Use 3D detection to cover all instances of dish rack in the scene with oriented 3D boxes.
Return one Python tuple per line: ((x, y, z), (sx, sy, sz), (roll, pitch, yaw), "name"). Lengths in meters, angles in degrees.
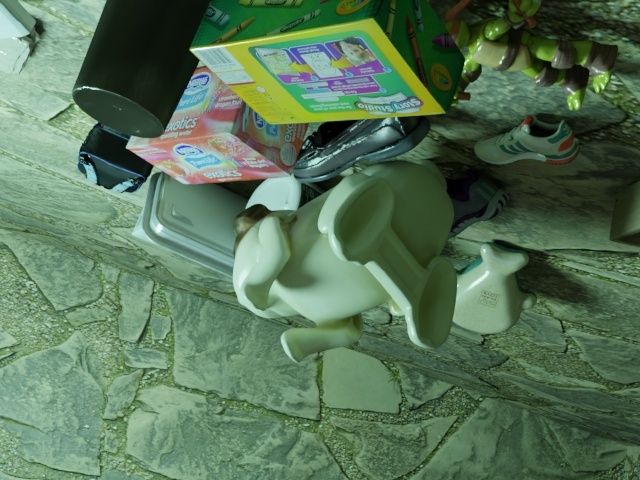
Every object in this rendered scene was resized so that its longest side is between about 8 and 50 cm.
((-0.225, -0.044, 1.768), (0.333, 0.285, 0.072), (25, 121, -21), "dish rack")

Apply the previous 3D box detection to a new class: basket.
((-0.230, -0.266, 1.062), (0.154, 0.226, 0.204), (28, 160, -28), "basket")

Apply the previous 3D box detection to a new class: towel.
((-0.640, -0.394, 1.379), (0.282, 0.049, 0.187), (27, 159, -24), "towel")

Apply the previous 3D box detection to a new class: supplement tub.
((0.000, 0.000, 1.702), (0.194, 0.193, 0.316), (-2, 153, 47), "supplement tub")

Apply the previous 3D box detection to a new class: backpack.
((-0.452, -0.175, 1.738), (0.158, 0.116, 0.173), (23, 161, -16), "backpack")

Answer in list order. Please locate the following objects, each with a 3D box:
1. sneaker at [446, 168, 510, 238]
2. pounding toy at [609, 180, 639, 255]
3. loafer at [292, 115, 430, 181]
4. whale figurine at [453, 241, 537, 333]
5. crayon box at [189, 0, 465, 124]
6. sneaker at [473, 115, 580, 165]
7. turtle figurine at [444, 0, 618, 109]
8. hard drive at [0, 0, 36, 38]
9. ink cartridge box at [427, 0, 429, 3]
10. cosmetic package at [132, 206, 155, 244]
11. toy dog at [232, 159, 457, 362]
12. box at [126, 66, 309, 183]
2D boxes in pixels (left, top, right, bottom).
((0.254, -0.074, 1.463), (0.098, 0.083, 0.224), (42, 154, -7), "sneaker")
((0.561, -0.028, 1.253), (0.181, 0.094, 0.206), (12, 172, 1), "pounding toy")
((0.044, -0.177, 1.313), (0.303, 0.109, 0.095), (-11, 127, 47), "loafer")
((0.379, 0.087, 1.759), (0.217, 0.141, 0.272), (15, 138, 7), "whale figurine")
((0.005, -0.218, 0.921), (0.279, 0.081, 0.165), (3, 155, 39), "crayon box")
((0.302, -0.157, 1.183), (0.161, 0.057, 0.075), (7, 143, 36), "sneaker")
((0.231, -0.225, 0.968), (0.218, 0.087, 0.269), (15, 155, -8), "turtle figurine")
((-0.606, -0.420, 1.187), (0.203, 0.040, 0.307), (1, 151, 25), "hard drive")
((0.032, -0.265, 1.036), (0.159, 0.092, 0.218), (20, 164, -4), "ink cartridge box")
((-0.308, -0.025, 2.091), (0.285, 0.097, 0.377), (27, 161, -22), "cosmetic package")
((0.004, 0.010, 1.370), (0.408, 0.395, 0.284), (-17, 133, 42), "toy dog")
((-0.171, -0.198, 1.342), (0.300, 0.154, 0.142), (2, 156, 45), "box")
